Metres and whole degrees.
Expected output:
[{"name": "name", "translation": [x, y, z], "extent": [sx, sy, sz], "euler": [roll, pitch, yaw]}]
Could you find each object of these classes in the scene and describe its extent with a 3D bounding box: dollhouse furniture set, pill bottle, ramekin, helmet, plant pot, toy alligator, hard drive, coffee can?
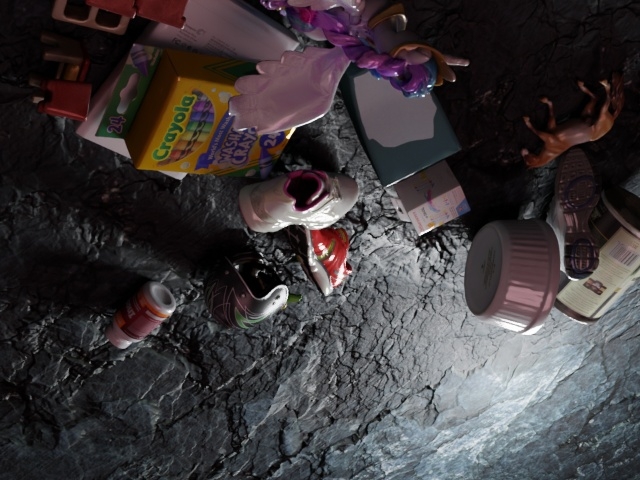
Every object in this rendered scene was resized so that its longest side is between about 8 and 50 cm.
[{"name": "dollhouse furniture set", "translation": [-0.323, -0.330, 1.429], "extent": [0.152, 0.201, 0.374], "euler": [8, 129, -29]}, {"name": "pill bottle", "translation": [-0.388, 0.162, 1.991], "extent": [0.152, 0.086, 0.086], "euler": [-41, 134, 19]}, {"name": "ramekin", "translation": [0.426, 0.075, 2.120], "extent": [0.127, 0.272, 0.272], "euler": [9, 131, -13]}, {"name": "helmet", "translation": [-0.169, 0.109, 1.973], "extent": [0.162, 0.169, 0.169], "euler": [-14, 140, -33]}, {"name": "plant pot", "translation": [0.127, -0.259, 1.723], "extent": [0.166, 0.165, 0.234], "euler": [-27, 131, 5]}, {"name": "toy alligator", "translation": [-0.136, 0.145, 2.109], "extent": [0.190, 0.056, 0.051], "euler": [-22, 96, 2]}, {"name": "hard drive", "translation": [-0.236, -0.277, 1.634], "extent": [0.233, 0.047, 0.353], "euler": [24, 120, -39]}, {"name": "coffee can", "translation": [0.667, 0.035, 2.213], "extent": [0.202, 0.201, 0.275], "euler": [13, 127, -33]}]

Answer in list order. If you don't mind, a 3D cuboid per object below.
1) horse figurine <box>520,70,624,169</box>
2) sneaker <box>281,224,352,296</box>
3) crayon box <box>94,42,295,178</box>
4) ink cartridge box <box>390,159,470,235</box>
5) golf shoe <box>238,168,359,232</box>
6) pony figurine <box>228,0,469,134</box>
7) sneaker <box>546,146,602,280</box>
[{"name": "horse figurine", "translation": [0.537, -0.253, 1.967], "extent": [0.263, 0.066, 0.174], "euler": [-26, 132, 8]}, {"name": "sneaker", "translation": [0.000, 0.000, 2.000], "extent": [0.118, 0.107, 0.279], "euler": [-36, 143, -11]}, {"name": "crayon box", "translation": [-0.197, -0.213, 1.604], "extent": [0.323, 0.083, 0.203], "euler": [2, 135, -36]}, {"name": "ink cartridge box", "translation": [0.230, -0.086, 1.990], "extent": [0.143, 0.090, 0.092], "euler": [-27, 138, 5]}, {"name": "golf shoe", "translation": [-0.011, -0.085, 1.805], "extent": [0.140, 0.115, 0.306], "euler": [-24, 173, 43]}, {"name": "pony figurine", "translation": [0.015, -0.346, 1.432], "extent": [0.351, 0.363, 0.302], "euler": [-6, 136, -17]}, {"name": "sneaker", "translation": [0.551, -0.064, 2.090], "extent": [0.111, 0.129, 0.297], "euler": [-2, 100, -16]}]
